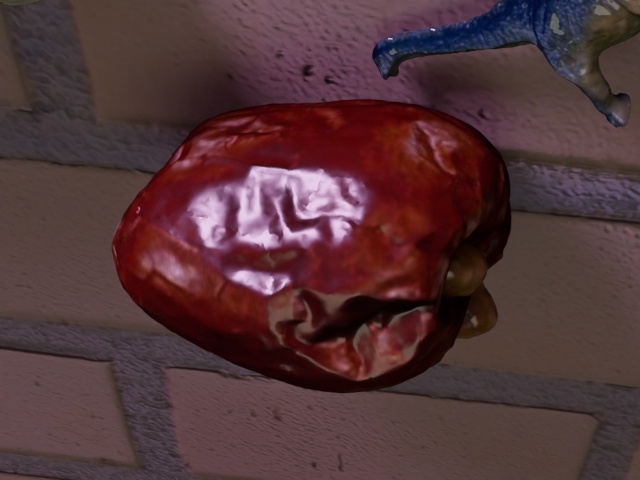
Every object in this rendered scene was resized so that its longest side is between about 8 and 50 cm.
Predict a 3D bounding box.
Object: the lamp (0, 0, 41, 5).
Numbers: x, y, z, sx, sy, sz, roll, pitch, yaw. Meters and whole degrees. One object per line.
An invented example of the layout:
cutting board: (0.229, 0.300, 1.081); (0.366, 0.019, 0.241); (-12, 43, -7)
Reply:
lamp: (-0.201, -0.226, 0.820); (0.106, 0.106, 0.193); (-3, 135, 17)

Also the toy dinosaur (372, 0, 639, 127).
toy dinosaur: (0.182, -0.158, 0.848); (0.147, 0.076, 0.363); (31, 145, -19)

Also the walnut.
walnut: (0.000, 0.000, 1.023); (0.269, 0.221, 0.244); (15, 170, 16)
